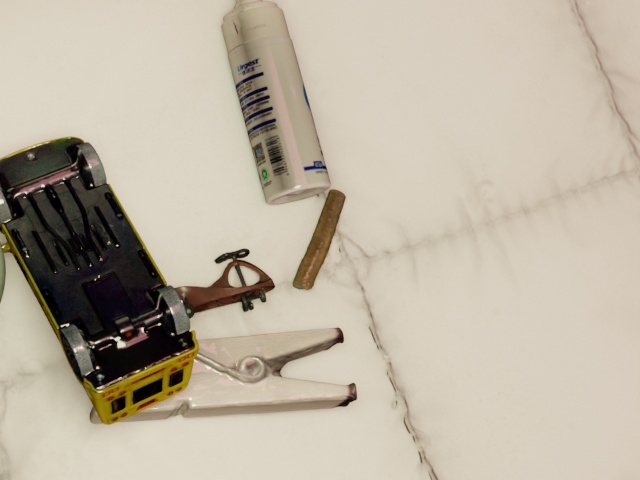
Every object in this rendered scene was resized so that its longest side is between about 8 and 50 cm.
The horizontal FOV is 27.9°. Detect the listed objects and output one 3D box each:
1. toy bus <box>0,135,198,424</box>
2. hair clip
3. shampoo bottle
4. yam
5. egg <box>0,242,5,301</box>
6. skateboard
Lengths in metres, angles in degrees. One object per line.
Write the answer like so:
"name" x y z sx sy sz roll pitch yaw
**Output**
"toy bus" -0.276 0.042 1.509 0.145 0.151 0.331 -24 64 -19
"hair clip" -0.123 0.168 1.604 0.331 0.085 0.101 -2 76 -19
"shampoo bottle" -0.066 -0.203 1.709 0.092 0.092 0.303 -11 81 -22
"yam" 0.000 0.000 1.718 0.032 0.032 0.145 26 69 -13
"egg" -0.453 0.057 1.433 0.183 0.183 0.264 31 36 -11
"skateboard" -0.132 0.059 1.646 0.151 0.067 0.080 -13 73 -28
